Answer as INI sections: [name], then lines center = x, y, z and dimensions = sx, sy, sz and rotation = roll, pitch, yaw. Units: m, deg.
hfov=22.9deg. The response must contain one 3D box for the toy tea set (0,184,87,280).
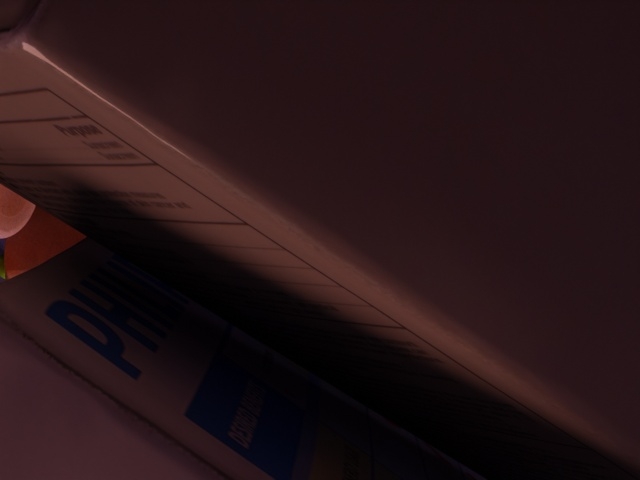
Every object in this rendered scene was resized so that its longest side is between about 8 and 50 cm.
[toy tea set]
center = -0.243, 0.008, 0.918
dimensions = 0.124, 0.200, 0.336
rotation = 10, 166, 24

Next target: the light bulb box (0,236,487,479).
[light bulb box]
center = 0.007, 0.184, 0.551
dimensions = 0.361, 0.225, 0.358
rotation = 35, -176, -3

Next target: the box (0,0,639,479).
[box]
center = 0.038, -0.018, 0.444
dimensions = 0.311, 0.121, 0.148
rotation = 35, 165, -31
